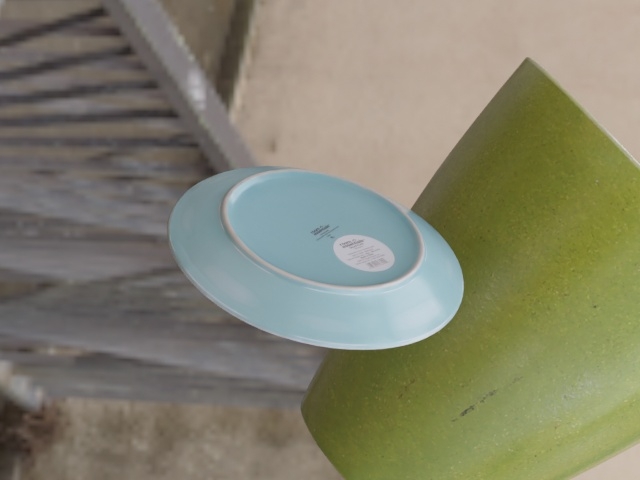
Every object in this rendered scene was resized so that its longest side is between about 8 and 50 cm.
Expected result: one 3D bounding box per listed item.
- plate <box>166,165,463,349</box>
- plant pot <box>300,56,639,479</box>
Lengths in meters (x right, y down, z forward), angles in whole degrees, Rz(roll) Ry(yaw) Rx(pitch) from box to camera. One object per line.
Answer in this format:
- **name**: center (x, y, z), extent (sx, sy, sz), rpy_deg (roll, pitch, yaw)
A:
- **plate**: center (0.000, 0.000, 1.020), extent (0.188, 0.188, 0.024), rpy_deg (-64, 171, -58)
- **plant pot**: center (0.135, 0.068, 1.190), extent (0.275, 0.293, 0.275), rpy_deg (46, 8, -8)
